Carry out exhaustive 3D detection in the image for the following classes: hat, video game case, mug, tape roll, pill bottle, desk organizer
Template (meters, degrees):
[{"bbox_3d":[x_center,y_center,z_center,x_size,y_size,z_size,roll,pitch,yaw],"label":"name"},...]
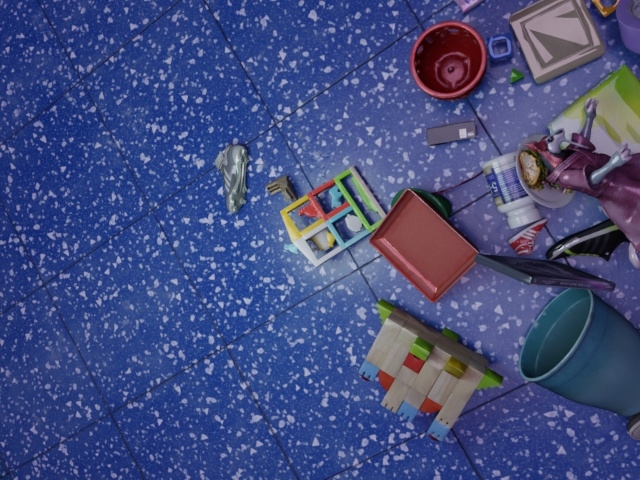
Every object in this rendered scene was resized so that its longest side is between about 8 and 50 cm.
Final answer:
[{"bbox_3d":[0.330,-0.104,1.724,0.209,0.183,0.173,12,127,40],"label":"hat"},{"bbox_3d":[0.542,0.077,1.508,0.274,0.196,0.026,7,101,-27],"label":"video game case"},{"bbox_3d":[0.003,-0.002,1.816,0.078,0.062,0.064,-29,94,44],"label":"mug"},{"bbox_3d":[0.807,-0.536,1.471,0.189,0.080,0.189,-19,48,23],"label":"tape roll"},{"bbox_3d":[0.504,-0.130,1.621,0.112,0.112,0.186,-20,86,17],"label":"pill bottle"},{"bbox_3d":[0.356,-0.289,1.690,0.130,0.050,0.047,-7,91,17],"label":"desk organizer"}]

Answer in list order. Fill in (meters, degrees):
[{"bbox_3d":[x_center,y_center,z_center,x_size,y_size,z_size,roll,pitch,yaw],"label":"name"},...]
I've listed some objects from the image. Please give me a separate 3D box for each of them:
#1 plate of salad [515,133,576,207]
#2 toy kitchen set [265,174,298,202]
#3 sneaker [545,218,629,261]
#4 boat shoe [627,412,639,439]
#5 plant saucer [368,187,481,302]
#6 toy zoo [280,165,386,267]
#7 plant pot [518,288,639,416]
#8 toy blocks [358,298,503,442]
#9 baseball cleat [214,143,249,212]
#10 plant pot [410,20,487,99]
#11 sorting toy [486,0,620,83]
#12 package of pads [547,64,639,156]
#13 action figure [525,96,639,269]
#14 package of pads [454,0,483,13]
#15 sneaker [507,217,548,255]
[{"bbox_3d":[0.581,-0.180,1.575,0.200,0.048,0.199,6,74,-22],"label":"plate of salad"},{"bbox_3d":[-0.114,-0.133,1.838,0.075,0.083,0.068,-23,128,17],"label":"toy kitchen set"},{"bbox_3d":[0.699,0.016,1.585,0.235,0.084,0.097,-26,87,17],"label":"sneaker"},{"bbox_3d":[0.904,0.375,1.550,0.112,0.095,0.335,39,110,-25],"label":"boat shoe"},{"bbox_3d":[0.281,0.011,1.674,0.258,0.048,0.259,44,142,10],"label":"plant saucer"},{"bbox_3d":[0.021,-0.056,1.765,0.293,0.030,0.192,-32,83,-5],"label":"toy zoo"},{"bbox_3d":[0.676,0.291,1.527,0.255,0.271,0.271,33,102,-2],"label":"plant pot"},{"bbox_3d":[0.265,0.373,1.707,0.381,0.191,0.260,30,112,13],"label":"toy blocks"},{"bbox_3d":[-0.273,-0.189,1.890,0.109,0.072,0.205,11,92,30],"label":"baseball cleat"},{"bbox_3d":[0.339,-0.454,1.621,0.191,0.174,0.191,1,93,17],"label":"plant pot"},{"bbox_3d":[0.608,-0.528,1.604,0.348,0.047,0.196,-23,90,17],"label":"sorting toy"},{"bbox_3d":[0.739,-0.245,1.539,0.229,0.101,0.296,-40,88,15],"label":"package of pads"},{"bbox_3d":[0.649,-0.149,1.452,0.370,0.248,0.275,21,129,8],"label":"action figure"},{"bbox_3d":[0.404,-0.650,1.665,0.083,0.032,0.050,-32,86,16],"label":"package of pads"},{"bbox_3d":[0.562,-0.006,1.647,0.118,0.042,0.067,-38,78,23],"label":"sneaker"}]
